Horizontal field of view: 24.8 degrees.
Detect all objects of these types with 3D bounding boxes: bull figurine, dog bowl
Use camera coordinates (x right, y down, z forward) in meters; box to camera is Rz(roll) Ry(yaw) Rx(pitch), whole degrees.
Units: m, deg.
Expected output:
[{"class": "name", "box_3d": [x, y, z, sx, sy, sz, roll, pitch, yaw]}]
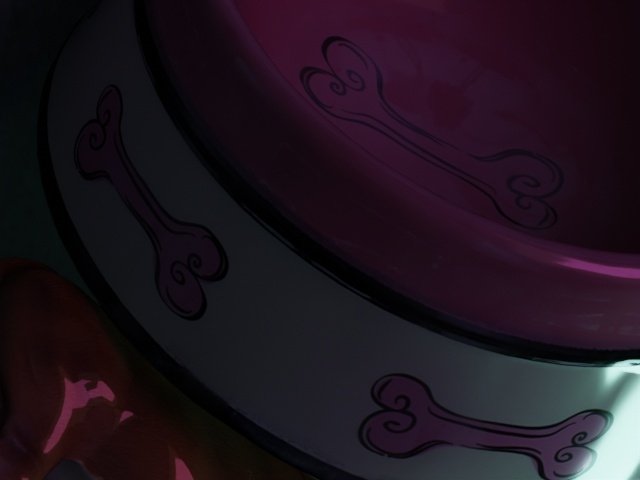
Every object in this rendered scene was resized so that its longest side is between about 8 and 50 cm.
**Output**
[{"class": "bull figurine", "box_3d": [-0.072, 0.145, 0.712, 0.310, 0.101, 0.188, 41, 46, -16]}, {"class": "dog bowl", "box_3d": [0.070, -0.067, 0.760, 0.408, 0.408, 0.150, -59, 179, -46]}]
